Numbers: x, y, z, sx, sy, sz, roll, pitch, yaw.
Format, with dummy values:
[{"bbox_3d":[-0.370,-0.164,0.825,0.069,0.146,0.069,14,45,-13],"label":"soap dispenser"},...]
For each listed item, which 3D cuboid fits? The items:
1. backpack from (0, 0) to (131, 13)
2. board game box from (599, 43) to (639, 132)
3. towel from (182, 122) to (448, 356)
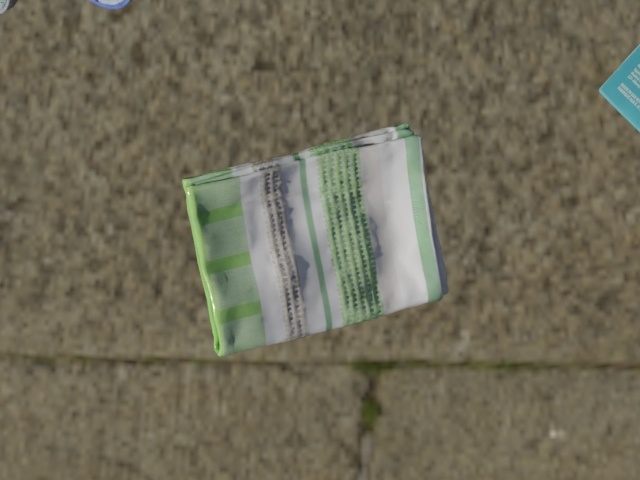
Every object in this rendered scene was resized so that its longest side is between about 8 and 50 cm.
[{"bbox_3d":[-0.191,-0.271,1.036,0.263,0.213,0.276,27,162,13],"label":"backpack"},{"bbox_3d":[0.400,-0.012,1.300,0.336,0.254,0.079,29,109,-41],"label":"board game box"},{"bbox_3d":[0.000,0.000,0.986,0.152,0.023,0.113,-15,99,-19],"label":"towel"}]
